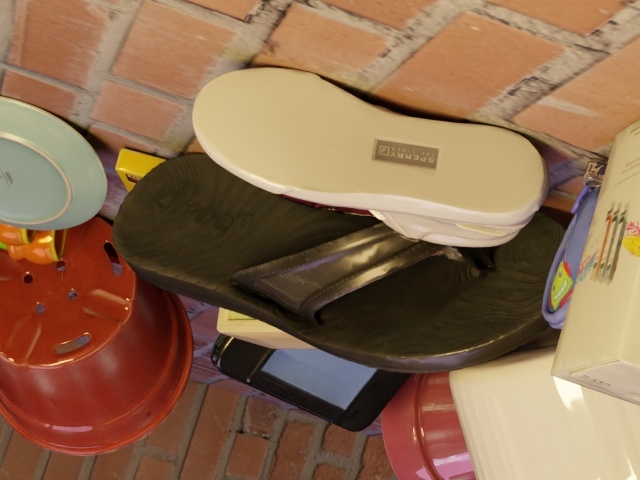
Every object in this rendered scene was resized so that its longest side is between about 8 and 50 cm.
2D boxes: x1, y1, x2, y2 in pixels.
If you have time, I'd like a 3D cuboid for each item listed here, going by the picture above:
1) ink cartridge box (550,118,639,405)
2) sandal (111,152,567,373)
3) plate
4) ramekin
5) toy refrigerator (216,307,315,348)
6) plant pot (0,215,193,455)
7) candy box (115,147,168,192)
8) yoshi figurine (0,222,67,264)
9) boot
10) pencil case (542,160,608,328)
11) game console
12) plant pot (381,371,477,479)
[{"bbox_3d":[0.242,0.020,1.091,0.128,0.176,0.127,18,169,-8],"label":"ink cartridge box"},{"bbox_3d":[-0.002,0.002,1.434,0.446,0.167,0.107,9,149,32],"label":"sandal"},{"bbox_3d":[-0.295,-0.065,1.645,0.188,0.024,0.188,9,142,7],"label":"plate"},{"bbox_3d":[0.239,0.121,1.395,0.277,0.135,0.277,-21,-174,2],"label":"ramekin"},{"bbox_3d":[0.033,0.043,1.601,0.269,0.102,0.094,-2,165,39],"label":"toy refrigerator"},{"bbox_3d":[-0.303,0.096,2.105,0.272,0.272,0.265,15,160,8],"label":"plant pot"},{"bbox_3d":[-0.090,-0.040,1.667,0.206,0.027,0.105,15,171,5],"label":"candy box"},{"bbox_3d":[-0.454,-0.066,1.837,0.362,0.203,0.203,1,-153,9],"label":"yoshi figurine"},{"bbox_3d":[0.033,-0.047,1.271,0.258,0.095,0.123,15,162,2],"label":"boot"},{"bbox_3d":[0.309,0.038,1.228,0.306,0.133,0.119,17,149,-7],"label":"pencil case"},{"bbox_3d":[0.078,0.109,1.806,0.173,0.250,0.293,42,-173,40],"label":"game console"},{"bbox_3d":[0.204,0.218,2.118,0.180,0.201,0.201,-15,150,40],"label":"plant pot"}]
